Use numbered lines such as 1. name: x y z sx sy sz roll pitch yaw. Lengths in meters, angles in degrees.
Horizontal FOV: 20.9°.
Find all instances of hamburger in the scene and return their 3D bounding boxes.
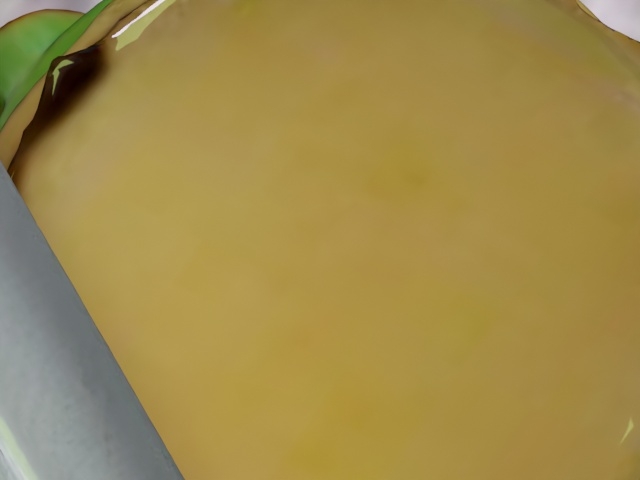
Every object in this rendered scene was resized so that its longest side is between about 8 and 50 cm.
1. hamburger: 0.000 0.000 0.539 0.237 0.149 0.237 -3 105 -10

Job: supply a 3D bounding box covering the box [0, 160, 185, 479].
1. box: -0.131 0.065 0.487 0.045 0.270 0.211 -36 103 -35
